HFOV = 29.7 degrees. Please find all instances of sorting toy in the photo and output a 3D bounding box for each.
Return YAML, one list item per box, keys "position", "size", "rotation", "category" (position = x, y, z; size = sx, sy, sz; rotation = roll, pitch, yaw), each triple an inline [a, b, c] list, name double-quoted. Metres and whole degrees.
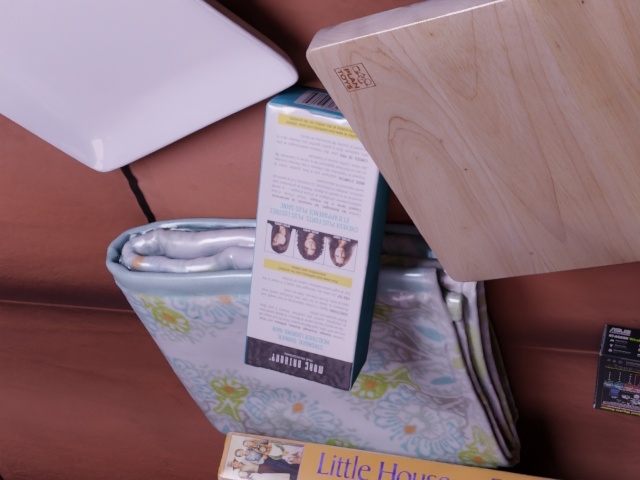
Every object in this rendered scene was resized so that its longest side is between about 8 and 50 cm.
- position: [0.166, -0.097, 0.879]
  size: [0.256, 0.089, 0.257]
  rotation: [-9, 133, 33]
  category: "sorting toy"

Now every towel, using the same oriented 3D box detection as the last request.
- position: [0.003, 0.113, 1.215]
  size: [0.375, 0.090, 0.320]
  rotation: [2, 138, 23]
  category: "towel"

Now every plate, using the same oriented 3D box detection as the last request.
- position: [-0.199, -0.171, 0.963]
  size: [0.278, 0.045, 0.277]
  rotation: [-19, 139, 43]
  category: "plate"

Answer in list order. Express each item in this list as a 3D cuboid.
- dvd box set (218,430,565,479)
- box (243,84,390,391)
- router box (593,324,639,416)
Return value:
- position: [0.124, 0.310, 1.347]
  size: [0.421, 0.062, 0.307]
  rotation: [6, 155, 14]
  category: "dvd box set"
- position: [0.000, 0.000, 1.016]
  size: [0.101, 0.060, 0.244]
  rotation: [14, 116, 14]
  category: "box"
- position: [0.320, 0.128, 1.123]
  size: [0.123, 0.038, 0.092]
  rotation: [9, 141, 16]
  category: "router box"
